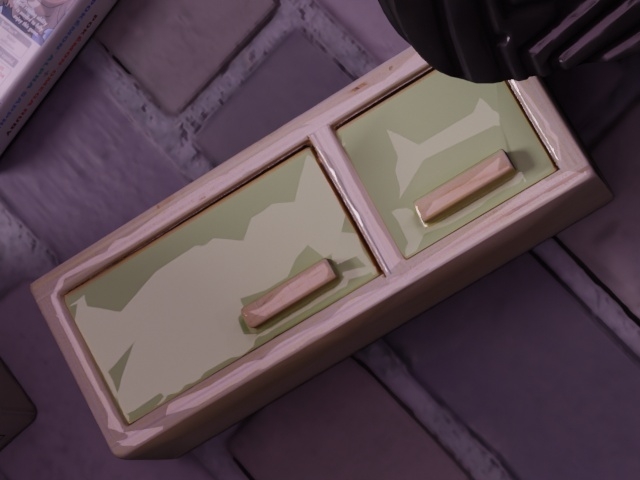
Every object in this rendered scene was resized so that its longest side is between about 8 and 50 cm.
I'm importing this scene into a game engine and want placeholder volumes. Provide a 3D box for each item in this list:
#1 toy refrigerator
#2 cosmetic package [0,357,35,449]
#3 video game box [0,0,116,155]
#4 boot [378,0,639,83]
[{"bbox_3d":[0.000,0.000,0.911,0.269,0.094,0.102,-31,76,10],"label":"toy refrigerator"},{"bbox_3d":[-0.282,0.086,0.870,0.160,0.309,0.113,-40,76,7],"label":"cosmetic package"},{"bbox_3d":[-0.208,-0.171,1.014,0.205,0.048,0.187,40,97,16],"label":"video game box"},{"bbox_3d":[0.152,-0.175,0.837,0.348,0.260,0.131,-6,111,-10],"label":"boot"}]
